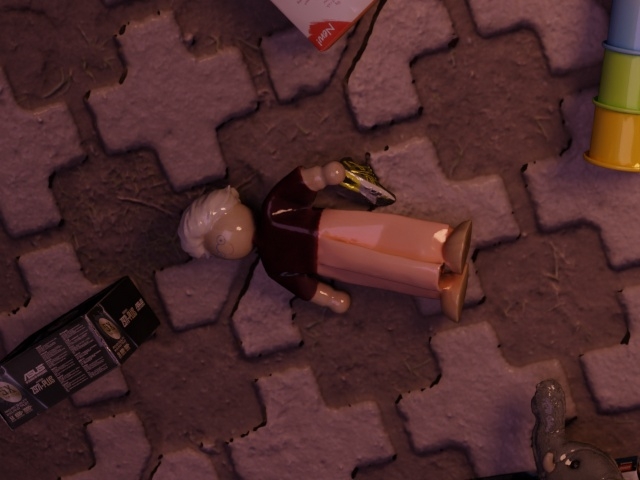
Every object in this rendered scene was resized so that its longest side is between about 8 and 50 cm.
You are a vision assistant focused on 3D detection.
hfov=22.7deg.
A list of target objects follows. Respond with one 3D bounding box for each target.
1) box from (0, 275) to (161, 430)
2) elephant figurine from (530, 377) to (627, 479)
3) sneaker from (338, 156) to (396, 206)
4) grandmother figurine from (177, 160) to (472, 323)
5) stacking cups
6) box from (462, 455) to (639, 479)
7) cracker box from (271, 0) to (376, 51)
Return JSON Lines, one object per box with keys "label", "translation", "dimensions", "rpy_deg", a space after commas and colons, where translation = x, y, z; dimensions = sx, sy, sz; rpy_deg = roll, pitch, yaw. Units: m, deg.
{"label": "box", "translation": [-0.307, 0.136, 1.954], "dimensions": [0.180, 0.147, 0.077], "rpy_deg": [-31, 98, 22]}
{"label": "elephant figurine", "translation": [0.300, 0.312, 1.810], "dimensions": [0.186, 0.169, 0.239], "rpy_deg": [24, 97, -24]}
{"label": "sneaker", "translation": [0.055, -0.070, 1.855], "dimensions": [0.083, 0.035, 0.031], "rpy_deg": [29, 148, -18]}
{"label": "grandmother figurine", "translation": [0.000, 0.000, 1.854], "dimensions": [0.342, 0.104, 0.208], "rpy_deg": [8, 115, 12]}
{"label": "stacking cups", "translation": [0.340, -0.236, 1.702], "dimensions": [0.096, 0.096, 0.316], "rpy_deg": [6, 105, 13]}
{"label": "box", "translation": [0.285, 0.355, 1.925], "dimensions": [0.233, 0.044, 0.159], "rpy_deg": [-11, 104, 18]}
{"label": "cracker box", "translation": [-0.020, -0.346, 1.766], "dimensions": [0.232, 0.067, 0.156], "rpy_deg": [45, 113, -3]}
